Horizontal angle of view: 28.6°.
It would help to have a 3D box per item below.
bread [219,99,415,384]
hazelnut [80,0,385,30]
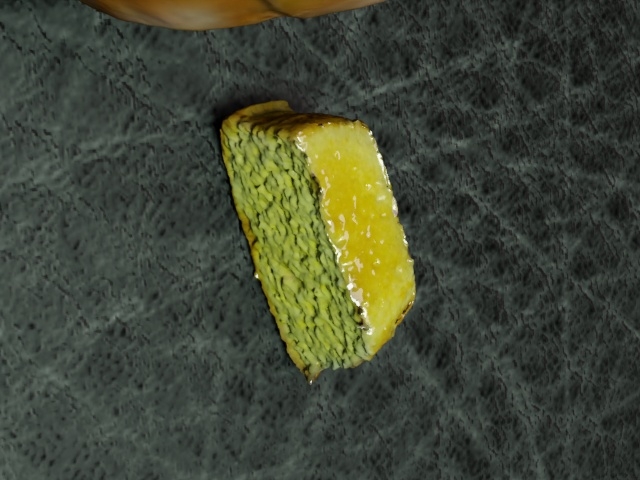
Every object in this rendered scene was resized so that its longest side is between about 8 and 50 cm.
[{"bbox_3d":[0.000,0.000,0.791,0.065,0.103,0.187,-28,106,-38],"label":"bread"},{"bbox_3d":[-0.052,-0.265,0.569,0.372,0.372,0.315,40,87,-35],"label":"hazelnut"}]
